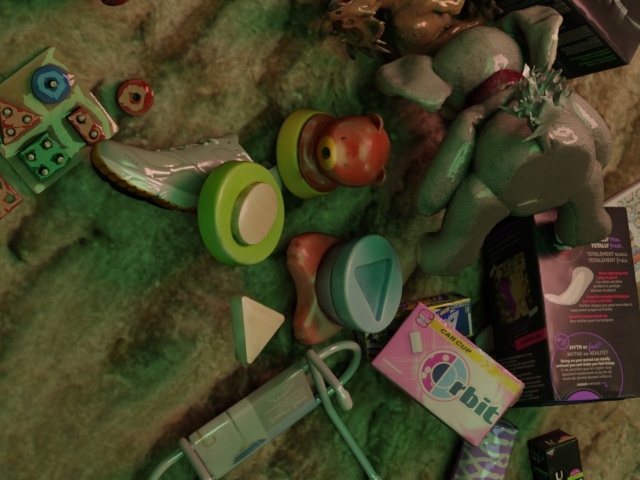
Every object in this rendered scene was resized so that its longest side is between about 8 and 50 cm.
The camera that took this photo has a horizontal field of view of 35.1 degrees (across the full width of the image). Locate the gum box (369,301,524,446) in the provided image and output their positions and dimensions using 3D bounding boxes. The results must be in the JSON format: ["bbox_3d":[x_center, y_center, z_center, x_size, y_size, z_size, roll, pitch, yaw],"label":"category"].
[{"bbox_3d":[0.172,0.184,1.367,0.188,0.062,0.107,38,83,5],"label":"gum box"}]

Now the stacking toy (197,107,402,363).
[{"bbox_3d":[0.000,0.000,1.275,0.279,0.130,0.308,-29,113,-47],"label":"stacking toy"}]

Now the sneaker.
[{"bbox_3d":[-0.163,-0.092,1.288,0.262,0.099,0.121,21,83,-30],"label":"sneaker"}]

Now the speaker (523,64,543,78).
[{"bbox_3d":[0.252,-0.215,1.439,0.136,0.055,0.055,-39,109,-11],"label":"speaker"}]

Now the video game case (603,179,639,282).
[{"bbox_3d":[0.493,-0.012,1.582,0.157,0.019,0.143,-30,107,-14],"label":"video game case"}]

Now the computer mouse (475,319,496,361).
[{"bbox_3d":[0.267,0.150,1.508,0.193,0.042,0.106,-46,110,-8],"label":"computer mouse"}]

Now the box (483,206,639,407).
[{"bbox_3d":[0.344,0.096,1.435,0.165,0.143,0.270,1,78,-21],"label":"box"}]

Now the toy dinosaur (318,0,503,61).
[{"bbox_3d":[0.118,-0.282,1.350,0.200,0.127,0.296,-45,127,2],"label":"toy dinosaur"}]

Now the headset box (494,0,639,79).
[{"bbox_3d":[0.355,-0.397,1.386,0.283,0.131,0.246,38,71,-22],"label":"headset box"}]

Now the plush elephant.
[{"bbox_3d":[0.217,-0.152,1.274,0.272,0.255,0.330,-15,141,-8],"label":"plush elephant"}]

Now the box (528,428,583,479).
[{"bbox_3d":[0.366,0.346,1.570,0.062,0.052,0.083,-15,103,-19],"label":"box"}]

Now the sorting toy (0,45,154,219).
[{"bbox_3d":[-0.341,-0.140,1.230,0.274,0.046,0.132,-40,109,-11],"label":"sorting toy"}]

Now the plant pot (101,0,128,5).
[{"bbox_3d":[-0.263,-0.373,1.147,0.174,0.191,0.191,26,89,-25],"label":"plant pot"}]

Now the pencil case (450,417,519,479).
[{"bbox_3d":[0.226,0.355,1.506,0.088,0.086,0.206,19,90,1],"label":"pencil case"}]

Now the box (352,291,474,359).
[{"bbox_3d":[0.132,0.120,1.445,0.169,0.054,0.059,-11,103,-18],"label":"box"}]

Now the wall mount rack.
[{"bbox_3d":[-0.048,0.305,1.374,0.350,0.130,0.304,-34,144,-12],"label":"wall mount rack"}]
